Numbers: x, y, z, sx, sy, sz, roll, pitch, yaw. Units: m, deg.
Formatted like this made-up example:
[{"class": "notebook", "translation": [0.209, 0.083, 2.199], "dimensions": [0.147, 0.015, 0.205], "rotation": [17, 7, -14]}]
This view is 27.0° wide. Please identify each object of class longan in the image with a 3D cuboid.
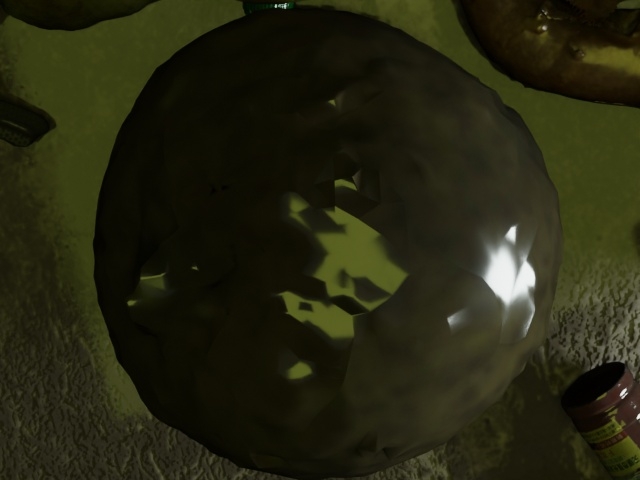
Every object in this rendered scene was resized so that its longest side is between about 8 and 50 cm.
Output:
[{"class": "longan", "translation": [0.000, 0.000, 1.097], "dimensions": [0.391, 0.391, 0.391], "rotation": [0, 101, 1]}]

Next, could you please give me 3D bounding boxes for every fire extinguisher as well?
[{"class": "fire extinguisher", "translation": [0.345, 0.227, 1.289], "dimensions": [0.106, 0.075, 0.252], "rotation": [-36, 98, 6]}]

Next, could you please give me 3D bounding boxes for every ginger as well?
[{"class": "ginger", "translation": [0.258, -0.180, 1.176], "dimensions": [0.309, 0.107, 0.133], "rotation": [11, 145, 22]}]

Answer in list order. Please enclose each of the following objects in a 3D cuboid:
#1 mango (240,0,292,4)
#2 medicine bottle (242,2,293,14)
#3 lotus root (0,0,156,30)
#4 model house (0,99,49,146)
[{"class": "mango", "translation": [-0.078, -0.337, 1.096], "dimensions": [0.195, 0.142, 0.331], "rotation": [-47, 63, 41]}, {"class": "medicine bottle", "translation": [-0.030, -0.329, 1.197], "dimensions": [0.095, 0.064, 0.260], "rotation": [13, 105, 15]}, {"class": "lotus root", "translation": [-0.221, -0.285, 1.202], "dimensions": [0.204, 0.078, 0.183], "rotation": [-24, 100, 3]}, {"class": "model house", "translation": [-0.343, -0.200, 1.171], "dimensions": [0.279, 0.204, 0.218], "rotation": [22, 139, -21]}]
